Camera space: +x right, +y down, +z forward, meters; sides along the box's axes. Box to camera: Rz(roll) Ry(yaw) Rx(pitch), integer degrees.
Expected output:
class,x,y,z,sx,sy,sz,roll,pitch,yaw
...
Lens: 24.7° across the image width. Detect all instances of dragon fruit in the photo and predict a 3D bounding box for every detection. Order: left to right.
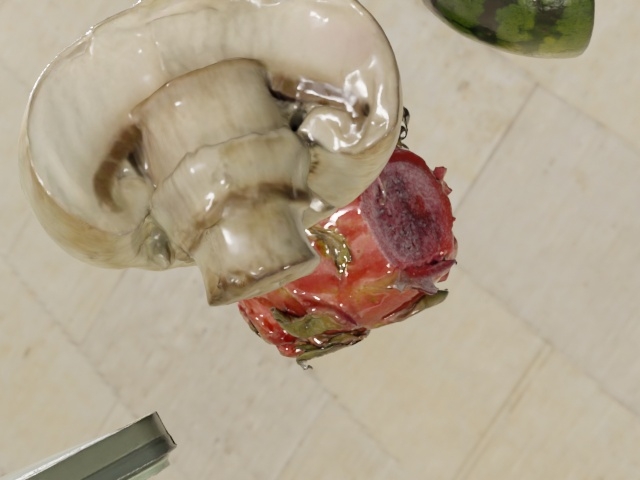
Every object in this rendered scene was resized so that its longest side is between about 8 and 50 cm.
class,x,y,z,sx,sy,sz,roll,pitch,yaw
dragon fruit,0.000,0.000,1.670,0.250,0.291,0.269,-18,-90,-44

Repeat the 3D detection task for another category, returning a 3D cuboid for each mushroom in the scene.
class,x,y,z,sx,sy,sz,roll,pitch,yaw
mushroom,-0.064,-0.049,0.977,0.189,0.253,0.195,90,158,-78

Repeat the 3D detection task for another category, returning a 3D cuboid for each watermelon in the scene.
class,x,y,z,sx,sy,sz,roll,pitch,yaw
watermelon,0.146,-0.224,1.227,0.128,0.159,0.303,-9,178,1

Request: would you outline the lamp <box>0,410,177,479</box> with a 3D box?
class,x,y,z,sx,sy,sz,roll,pitch,yaw
lamp,-0.247,0.196,0.923,0.269,0.266,0.047,-25,-94,-34
